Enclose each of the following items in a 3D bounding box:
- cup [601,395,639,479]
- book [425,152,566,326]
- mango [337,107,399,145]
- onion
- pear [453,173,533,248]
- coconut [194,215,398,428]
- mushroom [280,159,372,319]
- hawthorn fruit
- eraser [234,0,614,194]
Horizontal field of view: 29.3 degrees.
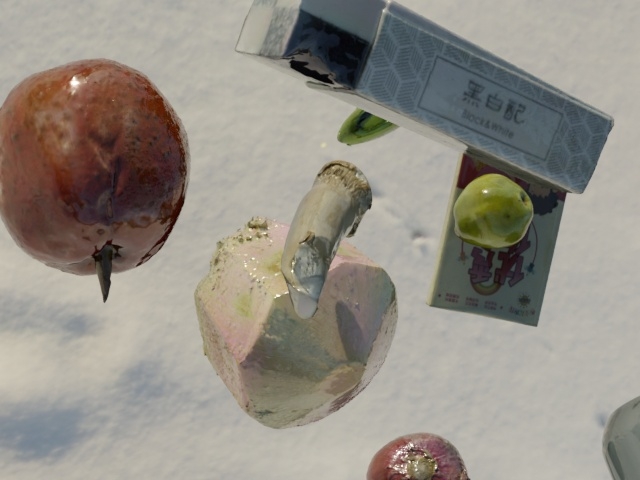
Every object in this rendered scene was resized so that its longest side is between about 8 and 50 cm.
[{"bbox_3d":[0.513,0.355,1.629,0.205,0.205,0.312,6,55,-41],"label":"cup"},{"bbox_3d":[0.228,-0.017,1.534,0.162,0.022,0.232,12,90,-22],"label":"book"},{"bbox_3d":[0.096,-0.204,2.008,0.165,0.091,0.074,-41,106,-20],"label":"mango"},{"bbox_3d":[0.145,0.383,1.877,0.159,0.195,0.160,3,58,-4],"label":"onion"},{"bbox_3d":[0.198,-0.030,1.435,0.092,0.097,0.092,33,36,-29],"label":"pear"},{"bbox_3d":[-0.030,0.098,1.454,0.233,0.245,0.233,-13,117,-26],"label":"coconut"},{"bbox_3d":[0.000,0.000,1.241,0.071,0.084,0.209,23,37,0],"label":"mushroom"},{"bbox_3d":[-0.194,-0.045,1.037,0.179,0.179,0.201,13,59,-39],"label":"hawthorn fruit"},{"bbox_3d":[0.114,-0.150,1.196,0.403,0.098,0.096,19,91,-35],"label":"eraser"}]
